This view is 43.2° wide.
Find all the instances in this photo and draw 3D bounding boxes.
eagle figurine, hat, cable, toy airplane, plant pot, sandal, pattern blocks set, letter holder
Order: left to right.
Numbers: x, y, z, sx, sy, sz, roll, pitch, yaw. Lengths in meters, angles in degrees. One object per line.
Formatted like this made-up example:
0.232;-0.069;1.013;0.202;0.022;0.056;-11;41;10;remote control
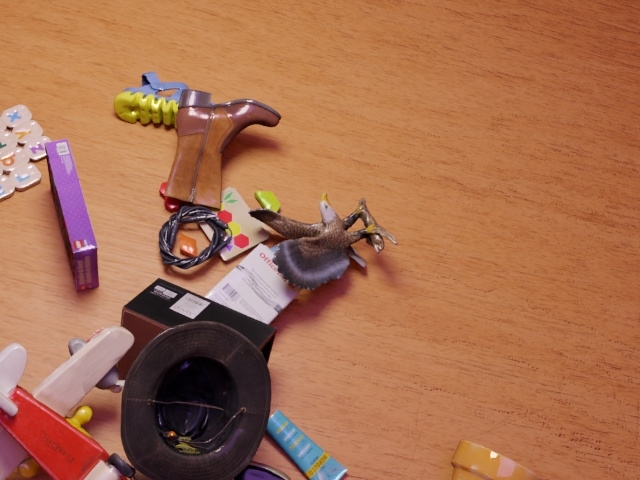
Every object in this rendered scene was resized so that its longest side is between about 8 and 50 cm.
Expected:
-0.559;0.368;1.595;0.386;0.272;0.384;-1;89;-23;toy airplane
-0.371;-0.363;2.124;0.317;0.126;0.138;16;56;-6;sandal
-0.315;-0.009;1.952;0.150;0.047;0.184;43;63;11;cable
-0.256;0.321;1.625;0.331;0.134;0.331;-1;92;-20;hat
-0.280;0.254;1.786;0.302;0.214;0.152;22;30;12;letter holder
-0.231;-0.044;2.033;0.285;0.026;0.324;-20;68;-22;pattern blocks set
-0.003;-0.011;1.946;0.298;0.226;0.225;-19;92;-14;eagle figurine
0.357;0.565;1.753;0.205;0.205;0.188;28;76;3;plant pot

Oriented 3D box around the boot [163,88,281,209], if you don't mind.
-0.240;-0.217;2.014;0.264;0.096;0.280;8;84;-22;boot

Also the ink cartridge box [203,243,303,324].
-0.164;0.133;1.900;0.153;0.087;0.208;46;64;0;ink cartridge box

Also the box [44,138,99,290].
-0.572;-0.056;1.863;0.057;0.201;0.293;-13;65;-20;box

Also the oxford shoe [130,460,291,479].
-0.221;0.489;1.686;0.348;0.130;0.123;8;63;-8;oxford shoe

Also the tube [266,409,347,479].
-0.040;0.466;1.793;0.207;0.052;0.080;43;73;5;tube

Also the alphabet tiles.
-0.820;-0.223;2.000;0.278;0.021;0.284;-32;73;-26;alphabet tiles

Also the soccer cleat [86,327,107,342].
-0.507;0.229;1.824;0.083;0.029;0.035;-39;85;-24;soccer cleat
